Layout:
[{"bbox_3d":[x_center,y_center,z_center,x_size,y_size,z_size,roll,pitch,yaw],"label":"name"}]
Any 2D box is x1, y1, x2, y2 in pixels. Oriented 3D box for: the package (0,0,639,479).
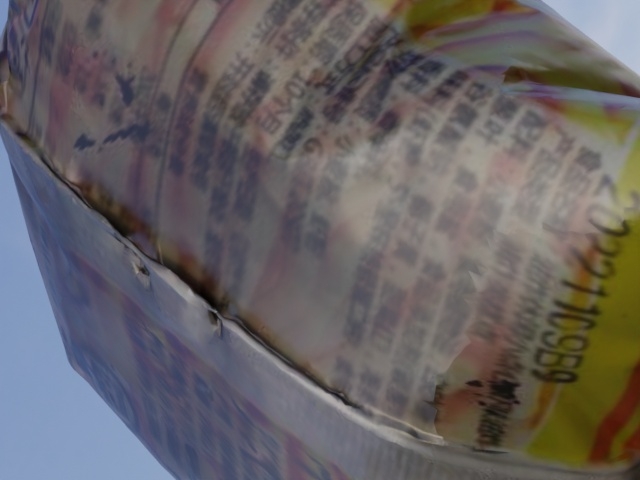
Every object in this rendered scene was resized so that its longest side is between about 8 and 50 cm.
[{"bbox_3d":[0.000,0.006,0.497,0.108,0.288,0.223,-26,-41,-26],"label":"package"}]
